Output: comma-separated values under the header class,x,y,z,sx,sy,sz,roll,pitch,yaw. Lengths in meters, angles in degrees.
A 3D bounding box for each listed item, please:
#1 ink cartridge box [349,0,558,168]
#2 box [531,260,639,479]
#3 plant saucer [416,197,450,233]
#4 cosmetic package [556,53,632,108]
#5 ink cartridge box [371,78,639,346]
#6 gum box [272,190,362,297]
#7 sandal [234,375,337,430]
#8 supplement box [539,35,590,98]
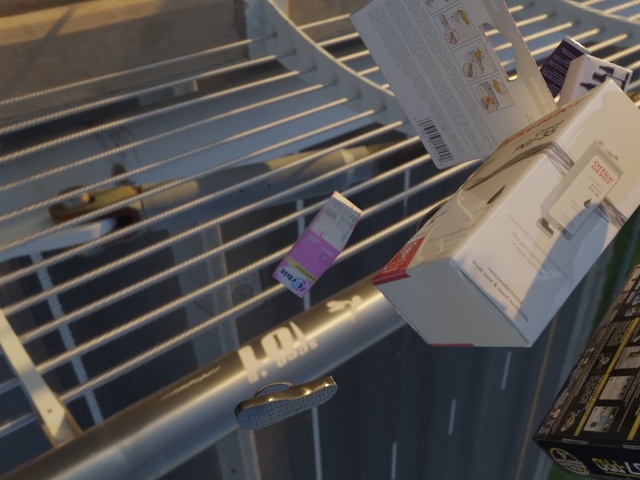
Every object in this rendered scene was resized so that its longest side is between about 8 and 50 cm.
class,x,y,z,sx,sy,sz,roll,pitch,yaw
ink cartridge box,0.210,-0.264,0.896,0.066,0.261,0.296,-44,109,-29
box,0.518,0.162,0.860,0.395,0.097,0.318,-48,-178,-23
plant saucer,0.330,-0.004,1.079,0.311,0.310,0.050,50,51,-48
cosmetic package,0.480,-0.208,1.104,0.098,0.060,0.239,18,90,-3
ink cartridge box,0.217,-0.020,0.672,0.117,0.207,0.283,46,71,-4
gum box,0.000,0.000,0.994,0.107,0.062,0.188,-51,-177,28
sandal,-0.077,0.327,1.239,0.254,0.054,0.097,-2,132,-45
supplement box,0.524,-0.351,1.433,0.239,0.073,0.130,-53,172,3
